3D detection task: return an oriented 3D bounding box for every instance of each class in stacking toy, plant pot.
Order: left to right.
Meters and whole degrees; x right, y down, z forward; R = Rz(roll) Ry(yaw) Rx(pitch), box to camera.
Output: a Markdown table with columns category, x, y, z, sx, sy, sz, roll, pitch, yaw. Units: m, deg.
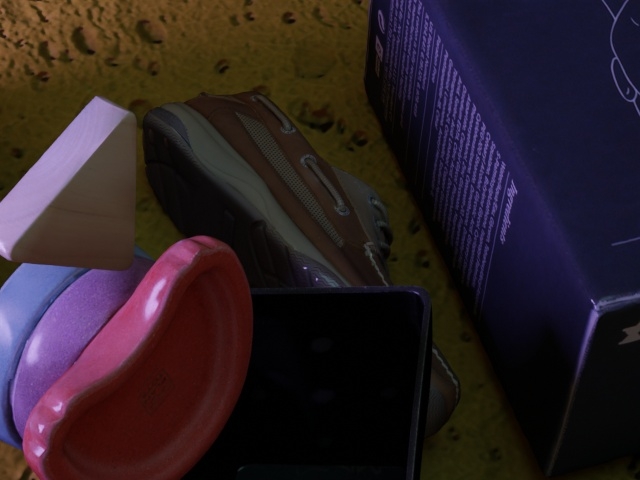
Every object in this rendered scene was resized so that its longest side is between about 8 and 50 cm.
| category | x | y | z | sx | sy | sz | roll | pitch | yaw |
| --- | --- | --- | --- | --- | --- | --- | --- | --- | --- |
| stacking toy | -0.187 | 0.074 | 0.723 | 0.130 | 0.279 | 0.309 | 28 | 60 | 29 |
| plant pot | -0.019 | 0.151 | 0.902 | 0.188 | 0.167 | 0.187 | -2 | 53 | 14 |

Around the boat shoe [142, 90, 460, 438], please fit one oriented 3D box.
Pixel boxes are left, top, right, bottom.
| category | x | y | z | sx | sy | sz | roll | pitch | yaw |
| --- | --- | --- | --- | --- | --- | --- | --- | --- | --- |
| boat shoe | 0.000 | 0.000 | 1.062 | 0.116 | 0.123 | 0.324 | -28 | 65 | -28 |

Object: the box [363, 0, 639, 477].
| category | x | y | z | sx | sy | sz | roll | pitch | yaw |
| --- | --- | --- | --- | --- | --- | --- | --- | --- | --- |
| box | 0.233 | -0.077 | 1.066 | 0.293 | 0.212 | 0.395 | -13 | 53 | -12 |
